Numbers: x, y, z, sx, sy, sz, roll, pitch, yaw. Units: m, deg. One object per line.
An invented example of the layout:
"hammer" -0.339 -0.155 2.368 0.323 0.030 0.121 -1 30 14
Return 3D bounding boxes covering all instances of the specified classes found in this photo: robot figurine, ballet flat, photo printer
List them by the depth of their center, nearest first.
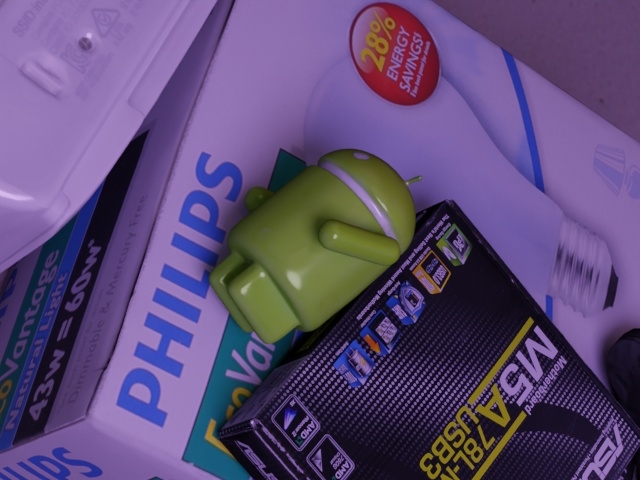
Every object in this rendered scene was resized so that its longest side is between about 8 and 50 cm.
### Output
"robot figurine" 0.000 0.000 0.761 0.115 0.101 0.067 -39 114 -14
"photo printer" -0.176 -0.080 0.810 0.107 0.307 0.256 37 59 -17
"ballet flat" 0.212 0.135 0.883 0.049 0.057 0.173 -4 78 -43

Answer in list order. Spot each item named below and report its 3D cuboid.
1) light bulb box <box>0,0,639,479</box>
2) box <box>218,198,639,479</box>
"light bulb box" 0.009 0.048 0.947 0.361 0.225 0.358 29 59 -24
"box" 0.066 0.105 0.796 0.184 0.045 0.191 50 55 -8
